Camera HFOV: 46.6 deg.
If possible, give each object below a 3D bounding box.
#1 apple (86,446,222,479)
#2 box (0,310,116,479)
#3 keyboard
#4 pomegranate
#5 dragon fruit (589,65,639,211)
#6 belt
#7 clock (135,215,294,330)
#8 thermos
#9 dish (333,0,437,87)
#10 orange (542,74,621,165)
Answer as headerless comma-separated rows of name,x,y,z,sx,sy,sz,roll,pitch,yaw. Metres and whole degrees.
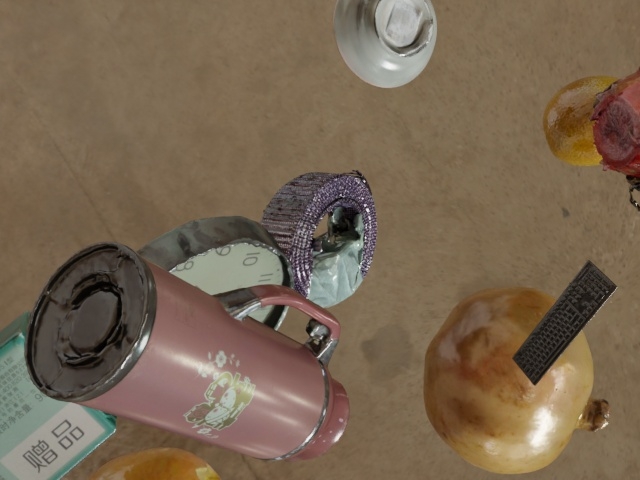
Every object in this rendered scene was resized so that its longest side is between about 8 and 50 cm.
apple,-0.239,0.417,1.072,0.242,0.241,0.242,3,71,-9
box,-0.359,0.214,0.792,0.245,0.092,0.153,-39,107,-5
keyboard,0.365,0.126,1.126,0.202,0.011,0.067,-59,38,24
pomegranate,0.419,0.311,1.606,0.411,0.411,0.411,-2,85,21
dragon fruit,0.724,-0.241,1.528,0.291,0.250,0.269,-9,65,-18
belt,0.000,0.000,1.465,0.122,0.325,0.260,8,115,32
clock,-0.179,0.104,1.088,0.312,0.312,0.061,-49,55,11
thermos,-0.070,0.102,0.616,0.109,0.330,0.136,2,68,33
dish,0.160,-0.463,1.595,0.085,0.260,0.260,12,90,63
orange,0.651,-0.285,1.777,0.236,0.236,0.236,-2,85,21
